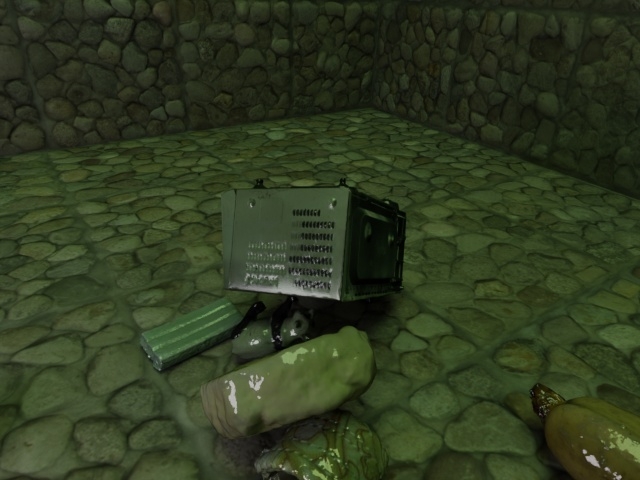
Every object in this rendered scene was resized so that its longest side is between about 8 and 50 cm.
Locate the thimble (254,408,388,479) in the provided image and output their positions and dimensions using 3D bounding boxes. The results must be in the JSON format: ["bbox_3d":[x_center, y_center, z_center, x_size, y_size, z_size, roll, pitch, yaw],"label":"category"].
[{"bbox_3d":[0.000,0.363,0.740,0.191,0.137,0.143,7,29,37],"label":"thimble"}]

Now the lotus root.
[{"bbox_3d":[0.501,0.368,0.758,0.169,0.151,0.343,-2,22,-39],"label":"lotus root"}]

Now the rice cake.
[{"bbox_3d":[-0.294,0.212,1.069,0.237,0.043,0.127,-20,37,-35],"label":"rice cake"}]

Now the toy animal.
[{"bbox_3d":[-0.101,0.193,0.996,0.225,0.093,0.121,-16,28,22],"label":"toy animal"}]

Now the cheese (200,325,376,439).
[{"bbox_3d":[-0.047,0.245,0.808,0.318,0.115,0.326,-23,-10,12],"label":"cheese"}]

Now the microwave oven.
[{"bbox_3d":[0.000,0.000,1.065,0.333,0.247,0.394,1,-3,25],"label":"microwave oven"}]

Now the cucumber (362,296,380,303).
[{"bbox_3d":[0.138,0.112,1.264,0.117,0.062,0.115,-25,43,-37],"label":"cucumber"}]
